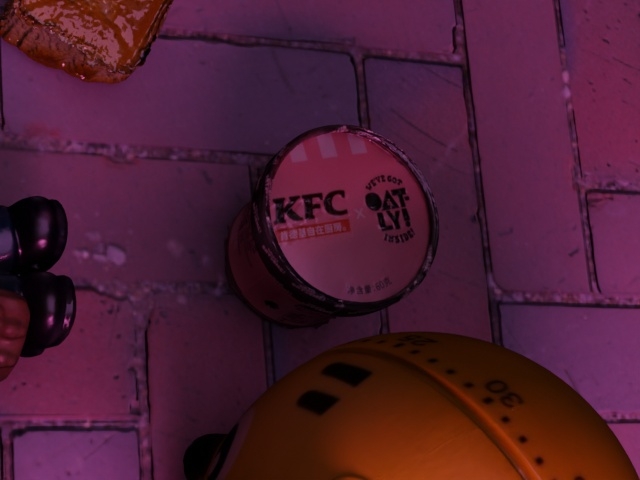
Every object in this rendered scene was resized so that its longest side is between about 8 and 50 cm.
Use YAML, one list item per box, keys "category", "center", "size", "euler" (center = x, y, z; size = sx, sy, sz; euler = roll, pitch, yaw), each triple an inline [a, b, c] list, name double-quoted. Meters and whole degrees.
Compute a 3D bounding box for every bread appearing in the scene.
- category: "bread"
  center: [-0.186, -0.200, 1.349]
  size: [0.128, 0.069, 0.140]
  euler: [26, 68, -17]

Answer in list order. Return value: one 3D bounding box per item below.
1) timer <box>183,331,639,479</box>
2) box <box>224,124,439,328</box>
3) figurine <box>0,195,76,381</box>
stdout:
- category: "timer"
  center: [0.035, 0.244, 1.166]
  size: [0.387, 0.376, 0.376]
  euler: [-24, 86, -31]
- category: "box"
  center: [0.000, 0.000, 1.346]
  size: [0.151, 0.135, 0.151]
  euler: [8, 69, -22]
- category: "figurine"
  center: [-0.345, 0.028, 1.162]
  size: [0.332, 0.204, 0.185]
  euler: [17, 53, -51]
